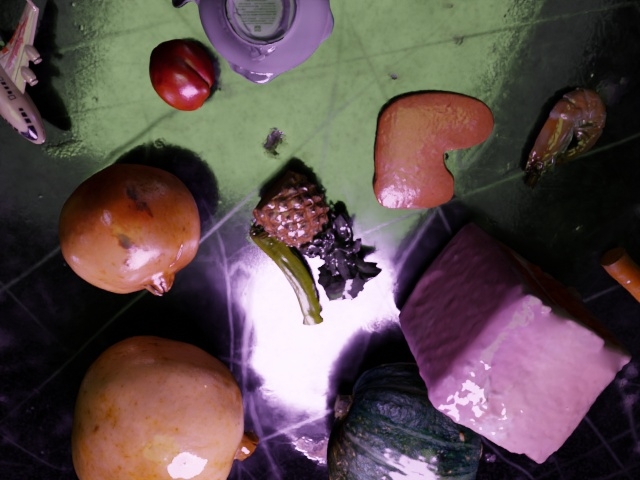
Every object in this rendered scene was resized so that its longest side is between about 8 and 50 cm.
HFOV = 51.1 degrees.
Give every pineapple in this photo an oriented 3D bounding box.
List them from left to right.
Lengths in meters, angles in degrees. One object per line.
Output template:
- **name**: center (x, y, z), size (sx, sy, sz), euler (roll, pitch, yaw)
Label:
- **pineapple**: center (0.000, 0.000, 1.080), size (0.119, 0.111, 0.237), euler (-36, 111, 30)

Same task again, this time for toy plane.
- **toy plane**: center (-0.487, -0.250, 0.994), size (0.229, 0.092, 0.244), euler (-33, 107, 7)

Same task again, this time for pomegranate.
- **pomegranate**: center (-0.289, -0.017, 1.018), size (0.209, 0.209, 0.209), euler (0, 108, -1)
- **pomegranate**: center (-0.266, 0.297, 1.090), size (0.307, 0.307, 0.307), euler (0, 108, -1)

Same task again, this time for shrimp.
- **shrimp**: center (0.389, -0.159, 1.074), size (0.099, 0.041, 0.180), euler (25, 105, -24)

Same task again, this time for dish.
- **dish**: center (-0.098, -0.345, 0.977), size (0.246, 0.078, 0.224), euler (15, 108, -6)

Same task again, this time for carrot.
- **carrot**: center (0.540, 0.069, 1.144), size (0.139, 0.048, 0.048), euler (41, 103, -15)

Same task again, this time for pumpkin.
- **pumpkin**: center (0.136, 0.369, 1.124), size (0.263, 0.197, 0.293), euler (19, 120, 1)

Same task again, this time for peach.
- **peach**: center (-0.210, -0.248, 1.000), size (0.100, 0.101, 0.101), euler (0, 108, -1)

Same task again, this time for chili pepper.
- **chili pepper**: center (-0.047, 0.056, 1.128), size (0.052, 0.050, 0.202), euler (-37, 107, -28)

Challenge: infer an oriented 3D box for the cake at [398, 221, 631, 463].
- **cake**: center (0.281, 0.149, 1.032), size (0.237, 0.309, 0.230), euler (29, 108, -13)

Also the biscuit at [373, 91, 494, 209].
- **biscuit**: center (0.181, -0.140, 1.072), size (0.186, 0.036, 0.192), euler (1, 109, -3)
